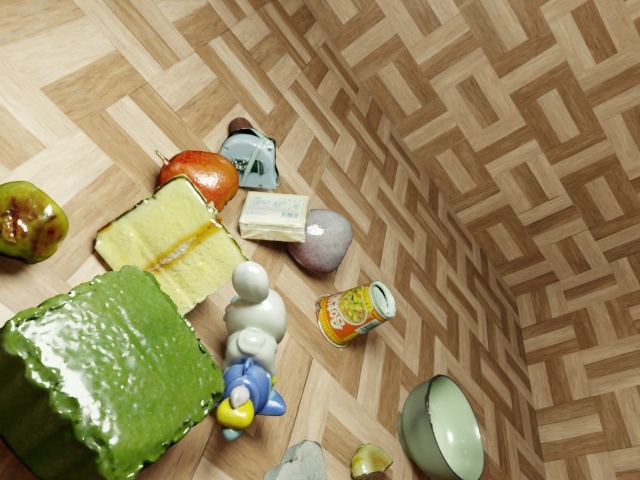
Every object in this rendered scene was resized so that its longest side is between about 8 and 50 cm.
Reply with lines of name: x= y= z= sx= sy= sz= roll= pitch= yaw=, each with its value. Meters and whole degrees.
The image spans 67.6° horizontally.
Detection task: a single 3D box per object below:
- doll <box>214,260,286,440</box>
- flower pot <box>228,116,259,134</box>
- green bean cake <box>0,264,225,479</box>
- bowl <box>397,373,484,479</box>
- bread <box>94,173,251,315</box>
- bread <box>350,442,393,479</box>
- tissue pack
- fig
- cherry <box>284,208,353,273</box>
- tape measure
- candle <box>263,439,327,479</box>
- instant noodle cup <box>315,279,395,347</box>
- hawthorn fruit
doll: x=-0.169 y=0.257 z=1.085 sx=0.376 sy=0.187 sz=0.366 roll=54 pitch=39 yaw=-61
flower pot: x=-0.259 y=-0.357 z=1.580 sx=0.111 sy=0.111 sz=0.089 roll=22 pitch=36 yaw=-47
green bean cake: x=-0.371 y=0.239 z=0.833 sx=0.319 sy=0.218 sz=0.335 roll=55 pitch=24 yaw=4
bowl: x=0.388 y=0.654 z=1.631 sx=0.354 sy=0.185 sz=0.354 roll=36 pitch=39 yaw=-36
bread: x=-0.315 y=0.020 z=1.045 sx=0.263 sy=0.236 sz=0.198 roll=53 pitch=31 yaw=-13
bread: x=0.136 y=0.634 z=1.373 sx=0.157 sy=0.083 sz=0.094 roll=-7 pitch=69 yaw=-60
tissue pack: x=-0.136 y=-0.071 z=1.436 sx=0.148 sy=0.196 sz=0.092 roll=-82 pitch=177 yaw=-46
fig: x=-0.536 y=-0.038 z=0.860 sx=0.144 sy=0.154 sz=0.166 roll=44 pitch=12 yaw=-42
cherry: x=0.000 y=0.000 z=1.573 sx=0.266 sy=0.183 sz=0.213 roll=27 pitch=86 yaw=-33
tape measure: x=-0.220 y=-0.247 z=1.465 sx=0.107 sy=0.181 sz=0.182 roll=-87 pitch=174 yaw=-46
candle: x=-0.045 y=0.590 z=1.151 sx=0.192 sy=0.068 sz=0.168 roll=-21 pitch=80 yaw=-58
instant noodle cup: x=0.120 y=0.225 z=1.554 sx=0.193 sy=0.212 sz=0.193 roll=36 pitch=39 yaw=-35
hawthorn fruit: x=-0.329 y=-0.157 z=1.223 sx=0.225 sy=0.196 sz=0.197 roll=36 pitch=38 yaw=-22
